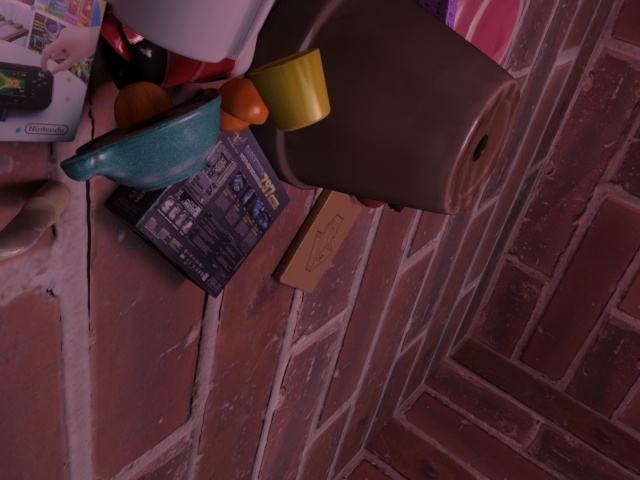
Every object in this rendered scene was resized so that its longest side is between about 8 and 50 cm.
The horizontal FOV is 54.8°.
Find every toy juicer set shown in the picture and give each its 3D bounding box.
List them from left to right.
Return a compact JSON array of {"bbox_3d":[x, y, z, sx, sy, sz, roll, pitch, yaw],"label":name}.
[{"bbox_3d":[-0.167,-0.101,0.577,0.329,0.209,0.090,-30,113,-23],"label":"toy juicer set"}]

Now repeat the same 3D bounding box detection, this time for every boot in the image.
[{"bbox_3d":[-0.126,-0.251,0.568,0.176,0.088,0.244,-29,145,-46],"label":"boot"}]

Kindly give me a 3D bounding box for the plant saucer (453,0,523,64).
[{"bbox_3d":[0.298,-0.408,1.196,0.332,0.084,0.332,-43,150,-32],"label":"plant saucer"}]

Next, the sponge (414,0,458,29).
[{"bbox_3d":[0.148,-0.315,0.972,0.031,0.117,0.210,-41,149,-31],"label":"sponge"}]

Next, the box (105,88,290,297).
[{"bbox_3d":[-0.141,-0.049,0.792,0.183,0.059,0.233,-54,154,-12],"label":"box"}]

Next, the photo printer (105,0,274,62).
[{"bbox_3d":[-0.022,-0.292,0.354,0.307,0.107,0.256,-53,-154,36],"label":"photo printer"}]

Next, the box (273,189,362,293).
[{"bbox_3d":[0.000,0.000,1.162,0.201,0.021,0.164,-60,156,-1],"label":"box"}]

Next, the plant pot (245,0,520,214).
[{"bbox_3d":[0.102,-0.181,0.844,0.323,0.280,0.323,-44,151,-33],"label":"plant pot"}]

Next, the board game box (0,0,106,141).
[{"bbox_3d":[-0.239,-0.218,0.376,0.224,0.097,0.303,-14,130,-59],"label":"board game box"}]

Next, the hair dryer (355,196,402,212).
[{"bbox_3d":[0.122,-0.170,1.173,0.293,0.080,0.224,3,100,-69],"label":"hair dryer"}]
